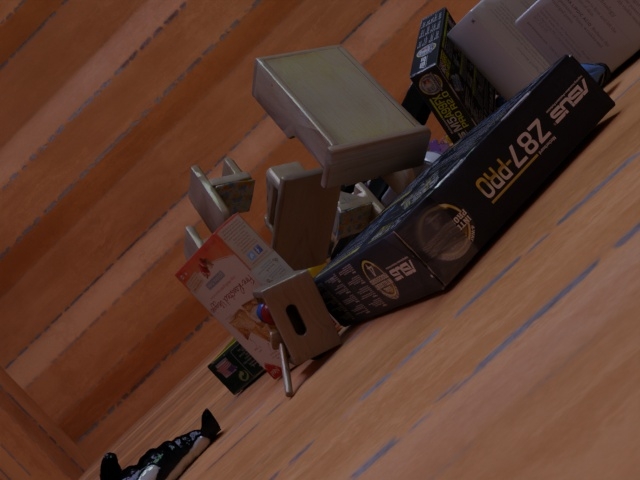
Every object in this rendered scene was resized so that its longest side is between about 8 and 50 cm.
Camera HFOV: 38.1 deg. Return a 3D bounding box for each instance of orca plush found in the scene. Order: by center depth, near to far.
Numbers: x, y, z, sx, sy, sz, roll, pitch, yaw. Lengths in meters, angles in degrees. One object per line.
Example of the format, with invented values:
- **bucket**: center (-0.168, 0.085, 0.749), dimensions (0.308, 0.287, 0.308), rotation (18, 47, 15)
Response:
- **orca plush**: center (-0.279, 0.350, 1.392), dimensions (0.287, 0.102, 0.151), rotation (-44, 2, -13)

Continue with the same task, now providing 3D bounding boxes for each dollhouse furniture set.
- **dollhouse furniture set**: center (0.002, -0.074, 1.510), dimensions (0.362, 0.256, 0.394), rotation (-15, -43, -27)

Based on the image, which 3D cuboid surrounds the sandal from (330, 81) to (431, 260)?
- **sandal**: center (0.114, -0.161, 1.928), dimensions (0.445, 0.107, 0.167), rotation (-64, -13, 7)

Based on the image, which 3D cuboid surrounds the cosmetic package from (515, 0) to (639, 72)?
- **cosmetic package**: center (0.485, -0.400, 1.313), dimensions (0.385, 0.156, 0.217), rotation (-43, 0, 34)

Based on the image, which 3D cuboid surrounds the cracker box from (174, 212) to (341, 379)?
- **cracker box**: center (-0.097, 0.089, 1.412), dimensions (0.067, 0.232, 0.156), rotation (-46, 3, -40)

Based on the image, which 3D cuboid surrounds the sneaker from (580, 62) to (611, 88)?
- **sneaker**: center (0.341, -0.191, 1.309), dimensions (0.078, 0.067, 0.188), rotation (-20, -12, -30)

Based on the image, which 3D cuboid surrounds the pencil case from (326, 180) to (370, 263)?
- **pencil case**: center (0.000, 0.000, 2.353), dimensions (0.410, 0.160, 0.183), rotation (-43, 19, 0)

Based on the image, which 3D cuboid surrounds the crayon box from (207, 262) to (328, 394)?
- **crayon box**: center (-0.071, 0.150, 1.807), dimensions (0.202, 0.081, 0.318), rotation (-42, 3, 28)

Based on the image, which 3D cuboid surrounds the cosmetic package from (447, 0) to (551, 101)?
- **cosmetic package**: center (0.404, -0.393, 1.744), dimensions (0.225, 0.224, 0.138), rotation (-43, 2, -16)

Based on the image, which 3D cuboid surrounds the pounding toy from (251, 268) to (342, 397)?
- **pounding toy**: center (-0.039, 0.124, 1.266), dimensions (0.100, 0.141, 0.130), rotation (-25, 1, -11)

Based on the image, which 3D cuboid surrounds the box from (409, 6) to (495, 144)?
- **box**: center (0.264, -0.306, 1.812), dimensions (0.060, 0.216, 0.270), rotation (-25, 28, 27)

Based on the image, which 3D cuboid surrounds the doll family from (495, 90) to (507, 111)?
- **doll family**: center (0.391, -0.285, 1.956), dimensions (0.111, 0.076, 0.193), rotation (-35, 10, 44)

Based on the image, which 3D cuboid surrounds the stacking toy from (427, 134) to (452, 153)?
- **stacking toy**: center (0.317, -0.231, 2.183), dimensions (0.221, 0.052, 0.167), rotation (-22, 9, 10)

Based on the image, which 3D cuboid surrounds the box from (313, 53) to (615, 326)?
- **box**: center (0.159, -0.046, 1.193), dimensions (0.318, 0.097, 0.395), rotation (-42, 1, -19)

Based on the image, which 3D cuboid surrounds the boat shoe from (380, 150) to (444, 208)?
- **boat shoe**: center (0.194, -0.113, 1.776), dimensions (0.094, 0.109, 0.302), rotation (-42, -1, -19)

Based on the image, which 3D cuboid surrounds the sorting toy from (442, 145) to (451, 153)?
- **sorting toy**: center (0.218, -0.109, 2.012), dimensions (0.274, 0.046, 0.132), rotation (-44, 2, -14)
